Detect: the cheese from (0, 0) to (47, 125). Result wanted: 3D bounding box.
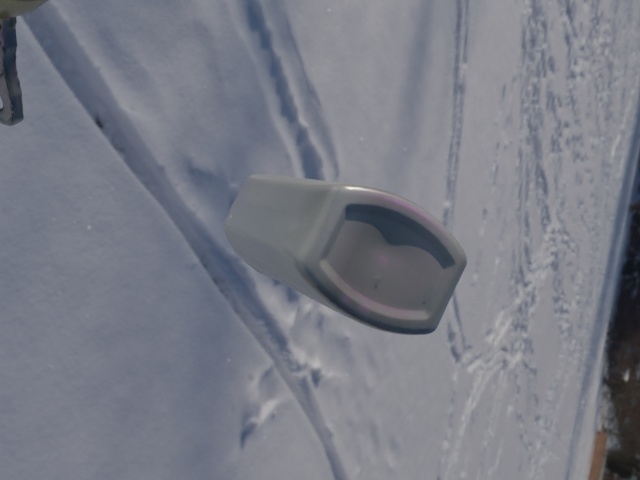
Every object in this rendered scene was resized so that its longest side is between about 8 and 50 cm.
[{"bbox_3d":[-0.246,-0.208,0.546,0.082,0.163,0.286,-44,153,-43],"label":"cheese"}]

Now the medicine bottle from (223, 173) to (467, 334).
[{"bbox_3d":[0.000,0.000,0.715,0.161,0.296,0.111,28,85,-21],"label":"medicine bottle"}]
